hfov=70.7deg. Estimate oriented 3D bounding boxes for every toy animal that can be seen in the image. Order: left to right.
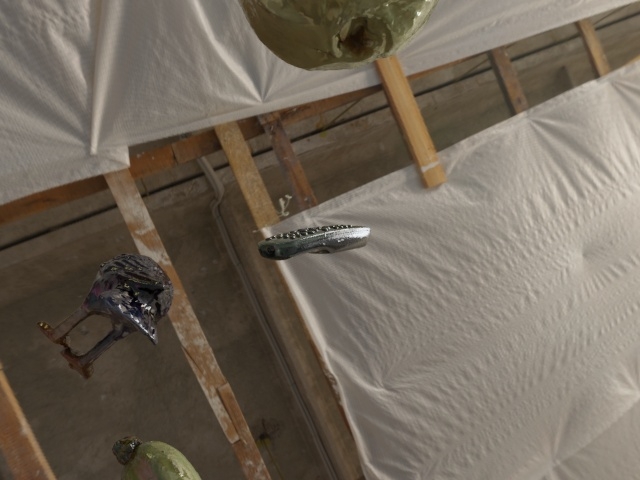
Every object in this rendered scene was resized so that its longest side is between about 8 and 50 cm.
[{"bbox_3d":[-0.300,0.096,0.663,0.122,0.298,0.185,54,-130,-14],"label":"toy animal"}]

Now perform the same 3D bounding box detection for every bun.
[{"bbox_3d":[0.041,-0.404,0.733,0.363,0.364,0.203,3,-111,-18],"label":"bun"}]

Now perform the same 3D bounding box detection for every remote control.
[{"bbox_3d":[0.000,0.000,0.691,0.221,0.072,0.042,-9,-83,-49],"label":"remote control"}]

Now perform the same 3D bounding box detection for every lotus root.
[{"bbox_3d":[-0.204,0.326,0.588,0.183,0.077,0.090,36,-102,28],"label":"lotus root"}]
